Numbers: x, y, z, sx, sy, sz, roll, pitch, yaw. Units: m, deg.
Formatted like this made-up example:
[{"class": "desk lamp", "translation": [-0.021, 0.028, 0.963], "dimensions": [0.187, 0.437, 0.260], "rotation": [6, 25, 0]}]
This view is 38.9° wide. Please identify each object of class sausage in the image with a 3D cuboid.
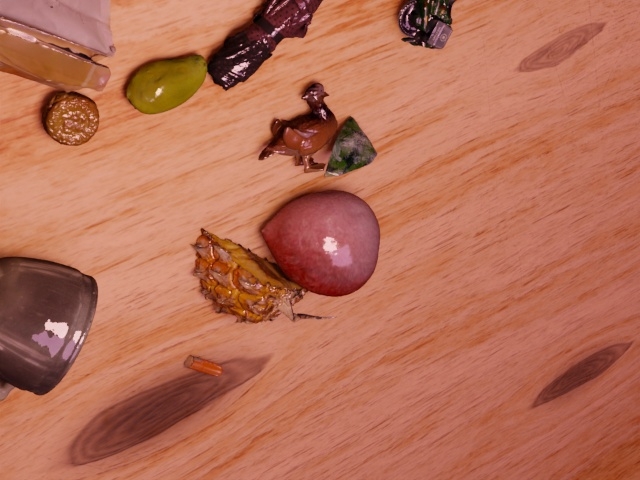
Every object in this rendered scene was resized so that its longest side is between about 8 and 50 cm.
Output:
[{"class": "sausage", "translation": [-0.260, 0.288, 2.067], "dimensions": [0.107, 0.031, 0.031], "rotation": [25, 101, -42]}]

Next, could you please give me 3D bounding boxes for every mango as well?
[{"class": "mango", "translation": [-0.276, -0.289, 1.660], "dimensions": [0.165, 0.074, 0.091], "rotation": [-32, 130, -16]}]

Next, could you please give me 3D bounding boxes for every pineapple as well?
[{"class": "pineapple", "translation": [-0.145, 0.125, 1.958], "dimensions": [0.334, 0.158, 0.161], "rotation": [32, 97, -44]}]

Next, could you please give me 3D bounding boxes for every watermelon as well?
[{"class": "watermelon", "translation": [0.059, -0.181, 1.924], "dimensions": [0.080, 0.101, 0.155], "rotation": [-58, 174, 37]}]

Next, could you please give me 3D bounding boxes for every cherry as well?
[{"class": "cherry", "translation": [0.010, 0.003, 1.953], "dimensions": [0.239, 0.206, 0.239], "rotation": [-13, 109, -42]}]

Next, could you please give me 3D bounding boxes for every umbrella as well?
[{"class": "umbrella", "translation": [-0.084, -0.413, 1.710], "dimensions": [0.326, 0.094, 0.090], "rotation": [-45, 161, -2]}]

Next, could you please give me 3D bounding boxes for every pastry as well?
[{"class": "pastry", "translation": [-0.440, -0.215, 1.600], "dimensions": [0.097, 0.057, 0.109], "rotation": [-27, 129, -18]}]

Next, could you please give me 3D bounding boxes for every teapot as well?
[{"class": "teapot", "translation": [-0.578, 0.143, 1.662], "dimensions": [0.239, 0.321, 0.240], "rotation": [29, 58, -28]}]

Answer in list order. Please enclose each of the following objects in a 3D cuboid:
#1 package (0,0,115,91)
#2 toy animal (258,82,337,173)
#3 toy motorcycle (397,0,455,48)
[{"class": "package", "translation": [-0.488, -0.318, 1.397], "dimensions": [0.311, 0.165, 0.221], "rotation": [13, 130, -40]}, {"class": "toy animal", "translation": [-0.047, -0.227, 1.864], "dimensions": [0.188, 0.089, 0.179], "rotation": [-19, 122, -26]}, {"class": "toy motorcycle", "translation": [0.273, -0.521, 1.887], "dimensions": [0.187, 0.125, 0.275], "rotation": [19, 107, -32]}]
